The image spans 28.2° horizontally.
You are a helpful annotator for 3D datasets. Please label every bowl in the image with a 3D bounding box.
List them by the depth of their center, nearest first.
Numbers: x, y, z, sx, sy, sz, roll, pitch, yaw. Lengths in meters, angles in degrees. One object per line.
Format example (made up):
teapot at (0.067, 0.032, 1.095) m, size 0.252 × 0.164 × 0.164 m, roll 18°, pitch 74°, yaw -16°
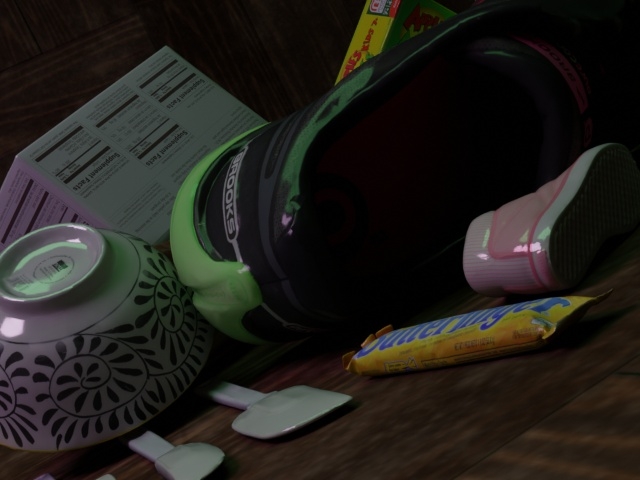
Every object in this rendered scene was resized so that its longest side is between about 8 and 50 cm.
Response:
bowl at (-0.157, 0.041, 0.792) m, size 0.170 × 0.080 × 0.170 m, roll -9°, pitch 37°, yaw 7°

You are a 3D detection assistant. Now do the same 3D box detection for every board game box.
board game box at (0.102, -0.110, 0.940) m, size 0.181 × 0.092 × 0.043 m, roll 20°, pitch 1°, yaw -34°

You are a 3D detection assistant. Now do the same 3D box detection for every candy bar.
candy bar at (0.067, 0.045, 0.599) m, size 0.040 × 0.018 × 0.161 m, roll -31°, pitch 8°, yaw -35°

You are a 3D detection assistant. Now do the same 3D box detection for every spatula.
spatula at (-0.093, 0.114, 0.695) m, size 0.168 × 0.019 × 0.242 m, roll -29°, pitch 7°, yaw -17°

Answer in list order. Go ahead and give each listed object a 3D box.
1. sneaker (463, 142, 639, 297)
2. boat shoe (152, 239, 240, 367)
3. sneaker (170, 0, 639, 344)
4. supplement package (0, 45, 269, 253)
sneaker at (0.121, -0.010, 0.681) m, size 0.070 × 0.051 × 0.134 m, roll -15°, pitch 16°, yaw 40°
boat shoe at (-0.110, 0.058, 0.941) m, size 0.302 × 0.109 × 0.098 m, roll -37°, pitch -26°, yaw -40°
sneaker at (0.135, -0.084, 0.809) m, size 0.483 × 0.185 × 0.202 m, roll -39°, pitch 17°, yaw -18°
supplement package at (-0.196, -0.029, 1.243) m, size 0.204 × 0.145 × 0.262 m, roll -55°, pitch -4°, yaw 39°
